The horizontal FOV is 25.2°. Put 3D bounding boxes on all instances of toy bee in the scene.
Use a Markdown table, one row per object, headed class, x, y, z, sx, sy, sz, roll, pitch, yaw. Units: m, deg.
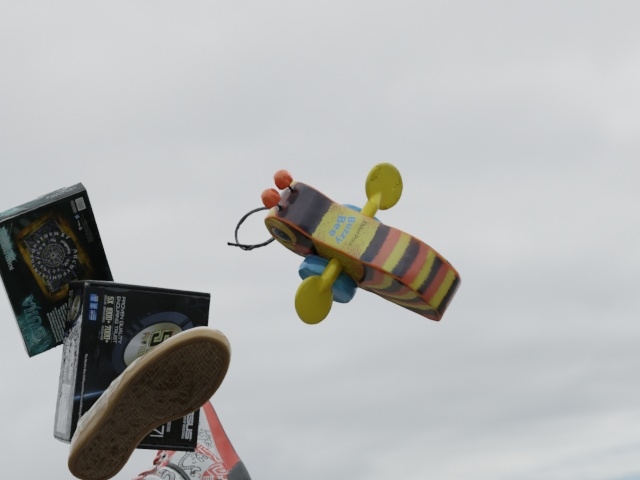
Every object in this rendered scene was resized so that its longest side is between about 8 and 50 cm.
| class | x | y | z | sx | sy | sz | roll | pitch | yaw |
| --- | --- | --- | --- | --- | --- | --- | --- | --- | --- |
| toy bee | 0.000 | 0.000 | 1.577 | 0.298 | 0.195 | 0.162 | -1 | -31 | 22 |

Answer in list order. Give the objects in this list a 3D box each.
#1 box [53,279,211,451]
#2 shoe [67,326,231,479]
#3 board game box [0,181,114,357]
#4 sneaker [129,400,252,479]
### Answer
| class | x | y | z | sx | sy | sz | roll | pitch | yaw |
| --- | --- | --- | --- | --- | --- | --- | --- | --- | --- |
| box | -0.210 | 0.140 | 1.594 | 0.147 | 0.180 | 0.077 | 8 | -6 | -24 |
| shoe | -0.162 | 0.140 | 1.317 | 0.076 | 0.058 | 0.219 | 33 | -60 | -27 |
| board game box | -0.310 | 0.036 | 1.670 | 0.126 | 0.186 | 0.026 | -22 | 33 | -16 |
| sneaker | -0.188 | 0.281 | 1.811 | 0.145 | 0.090 | 0.270 | -16 | 32 | -17 |
